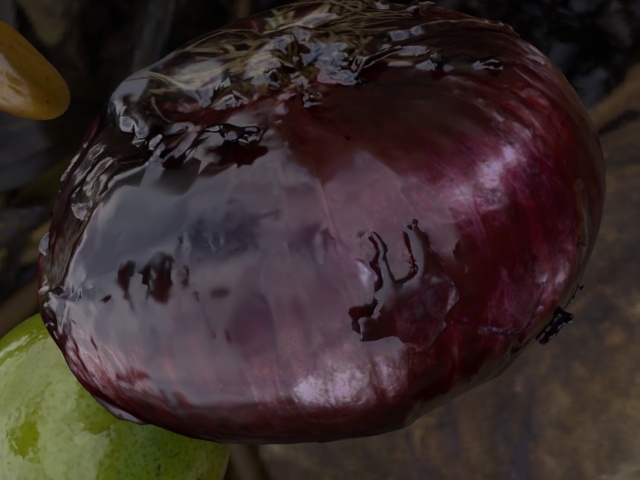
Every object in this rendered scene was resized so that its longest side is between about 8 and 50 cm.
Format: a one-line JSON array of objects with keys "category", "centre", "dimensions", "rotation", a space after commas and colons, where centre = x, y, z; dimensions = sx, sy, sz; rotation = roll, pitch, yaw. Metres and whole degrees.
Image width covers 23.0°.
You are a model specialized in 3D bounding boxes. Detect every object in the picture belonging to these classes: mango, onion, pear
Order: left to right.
[{"category": "mango", "centre": [-0.259, -0.140, 1.303], "dimensions": [0.060, 0.114, 0.080], "rotation": [-48, 22, 7]}, {"category": "pear", "centre": [-0.150, 0.145, 0.994], "dimensions": [0.166, 0.180, 0.216], "rotation": [-5, 41, 27]}, {"category": "onion", "centre": [0.000, 0.000, 0.830], "dimensions": [0.314, 0.314, 0.232], "rotation": [6, 121, 44]}]
